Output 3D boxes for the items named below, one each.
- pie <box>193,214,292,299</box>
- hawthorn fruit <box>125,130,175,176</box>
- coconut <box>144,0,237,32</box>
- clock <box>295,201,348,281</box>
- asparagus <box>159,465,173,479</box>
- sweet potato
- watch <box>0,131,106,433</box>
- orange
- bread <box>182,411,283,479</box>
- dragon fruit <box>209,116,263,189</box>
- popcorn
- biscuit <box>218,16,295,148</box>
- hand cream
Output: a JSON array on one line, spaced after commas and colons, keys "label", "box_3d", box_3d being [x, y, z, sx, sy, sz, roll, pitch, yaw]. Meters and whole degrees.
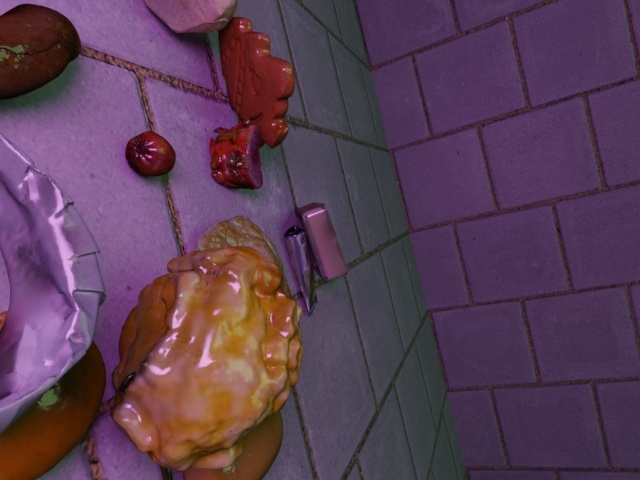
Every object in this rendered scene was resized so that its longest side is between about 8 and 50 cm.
[{"label": "pie", "box_3d": [-0.143, 0.087, 0.797, 0.257, 0.105, 0.274, 52, 32, -28]}, {"label": "hawthorn fruit", "box_3d": [-0.266, -0.136, 0.673, 0.077, 0.077, 0.077, 44, 39, -52]}, {"label": "coconut", "box_3d": [-0.239, -0.477, 0.780, 0.194, 0.194, 0.194, 44, 39, -52]}, {"label": "clock", "box_3d": [0.000, 0.000, 1.138, 0.147, 0.071, 0.192, -139, -151, -75]}, {"label": "asparagus", "box_3d": [-0.214, 0.347, 0.598, 0.018, 0.015, 0.127, -6, 83, -58]}, {"label": "sweet potato", "box_3d": [-0.377, -0.198, 0.451, 0.112, 0.085, 0.286, 41, 39, 2]}, {"label": "watch", "box_3d": [-0.292, 0.021, 0.324, 0.241, 0.161, 0.253, 30, 49, -33]}, {"label": "orange", "box_3d": [-0.286, 0.156, 0.430, 0.160, 0.112, 0.170, -10, 98, -68]}, {"label": "bread", "box_3d": [-0.129, 0.338, 0.701, 0.217, 0.098, 0.147, -23, 103, -66]}, {"label": "dragon fruit", "box_3d": [-0.179, -0.169, 0.863, 0.096, 0.102, 0.147, -30, 110, -64]}, {"label": "popcorn", "box_3d": [-0.152, 0.147, 0.569, 0.215, 0.252, 0.286, 69, 27, -50]}, {"label": "biscuit", "box_3d": [-0.154, -0.337, 0.892, 0.043, 0.284, 0.306, -21, 80, -28]}, {"label": "hand cream", "box_3d": [-0.047, 0.073, 1.104, 0.086, 0.055, 0.235, -52, 131, -65]}]
